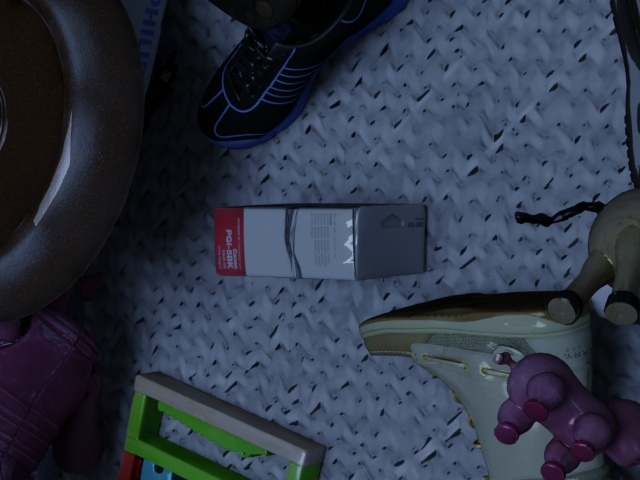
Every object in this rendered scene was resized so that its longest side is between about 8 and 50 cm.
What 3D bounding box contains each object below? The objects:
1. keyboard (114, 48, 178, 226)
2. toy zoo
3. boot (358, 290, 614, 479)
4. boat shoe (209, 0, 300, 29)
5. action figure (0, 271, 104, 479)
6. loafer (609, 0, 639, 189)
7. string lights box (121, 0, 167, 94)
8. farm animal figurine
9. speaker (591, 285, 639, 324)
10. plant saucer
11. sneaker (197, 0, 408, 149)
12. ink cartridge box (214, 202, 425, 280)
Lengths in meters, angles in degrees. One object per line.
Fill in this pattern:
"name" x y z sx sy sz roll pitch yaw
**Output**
"keyboard" -0.212 -0.109 1.505 0.201 0.033 0.317 39 115 35
"toy zoo" -0.106 0.281 1.448 0.192 0.030 0.293 21 104 34
"boot" 0.120 0.123 1.245 0.213 0.077 0.165 -5 100 48
"boat shoe" -0.115 -0.286 1.270 0.324 0.122 0.120 39 76 15
"action figure" -0.284 0.154 1.415 0.275 0.248 0.370 0 57 59
"loafer" 0.246 -0.134 1.146 0.078 0.080 0.220 -5 95 27
"string lights box" -0.252 -0.186 1.469 0.259 0.076 0.133 20 101 40
"farm animal figurine" 0.279 0.125 1.046 0.326 0.172 0.330 14 130 22
"speaker" 0.255 0.037 1.155 0.136 0.055 0.055 10 98 35
"plant saucer" -0.269 -0.089 1.377 0.310 0.050 0.311 -8 78 37
"sneaker" -0.033 -0.154 1.333 0.232 0.090 0.081 -43 69 30
"ink cartridge box" 0.000 0.000 1.312 0.135 0.099 0.056 1 93 37
